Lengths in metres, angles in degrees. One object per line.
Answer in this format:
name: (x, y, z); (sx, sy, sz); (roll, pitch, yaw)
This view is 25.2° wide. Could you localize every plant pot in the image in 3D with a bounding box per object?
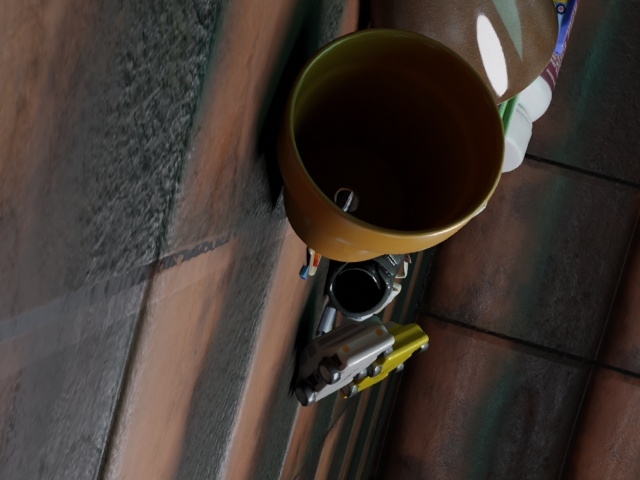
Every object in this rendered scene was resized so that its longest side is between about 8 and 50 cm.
plant pot: (0.048, -0.068, 1.362); (0.188, 0.205, 0.205); (125, -14, -66)
plant pot: (0.140, -0.292, 1.557); (0.230, 0.215, 0.215); (64, 41, -57)

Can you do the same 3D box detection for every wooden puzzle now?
wooden puzzle: (0.000, 0.000, 1.747); (0.078, 0.014, 0.116); (82, 26, -71)

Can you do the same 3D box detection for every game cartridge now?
game cartridge: (0.009, 0.129, 2.058); (0.083, 0.017, 0.056); (89, 15, -65)

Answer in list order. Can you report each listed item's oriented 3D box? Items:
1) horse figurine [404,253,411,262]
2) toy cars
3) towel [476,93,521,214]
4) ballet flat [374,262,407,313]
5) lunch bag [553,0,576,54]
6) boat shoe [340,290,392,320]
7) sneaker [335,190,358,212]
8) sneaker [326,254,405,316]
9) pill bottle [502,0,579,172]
horse figurine: (0.159, -0.098, 2.475); (0.174, 0.066, 0.263); (-51, 154, -56)
toy cars: (0.047, 0.153, 1.992); (0.176, 0.087, 0.394); (-33, 169, 12)
towel: (0.147, -0.162, 1.798); (0.325, 0.038, 0.247); (27, -77, 64)
ballet flat: (0.129, 0.072, 2.637); (0.057, 0.052, 0.168); (-62, 166, -57)
lunch bag: (0.267, -0.396, 2.052); (0.138, 0.221, 0.293); (90, 18, -63)
boat shoe: (0.082, 0.059, 2.239); (0.183, 0.065, 0.083); (-50, 156, -69)
sneaker: (0.070, -0.094, 1.703); (0.268, 0.101, 0.153); (-46, 147, -79)
sneaker: (0.089, -0.021, 1.978); (0.147, 0.105, 0.295); (-66, 174, -73)
pill bottle: (0.289, -0.325, 2.345); (0.224, 0.224, 0.392); (84, 23, -70)
